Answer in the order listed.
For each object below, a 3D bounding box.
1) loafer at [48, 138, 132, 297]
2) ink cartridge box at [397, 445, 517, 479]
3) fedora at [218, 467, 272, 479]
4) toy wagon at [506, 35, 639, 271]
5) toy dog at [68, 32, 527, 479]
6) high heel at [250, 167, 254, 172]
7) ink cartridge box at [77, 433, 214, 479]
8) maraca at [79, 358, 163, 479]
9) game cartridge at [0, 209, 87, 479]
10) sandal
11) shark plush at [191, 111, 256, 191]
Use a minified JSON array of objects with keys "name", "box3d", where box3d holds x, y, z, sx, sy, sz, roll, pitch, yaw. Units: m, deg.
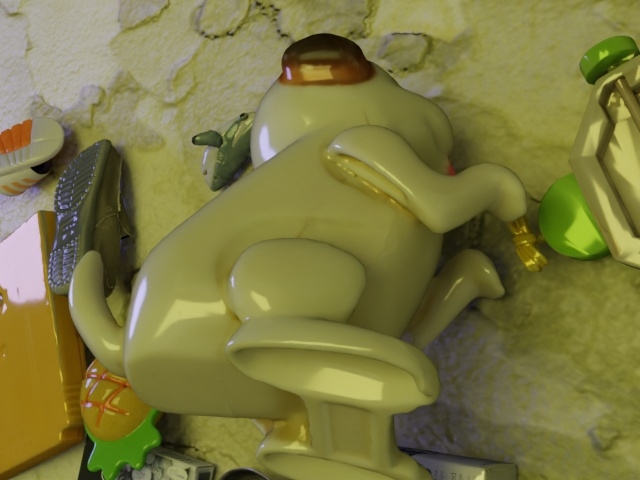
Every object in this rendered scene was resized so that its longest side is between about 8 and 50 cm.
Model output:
[{"name":"loafer","box3d":[-0.313,-0.026,1.242,0.094,0.087,0.251,-19,54,33]},{"name":"ink cartridge box","box3d":[0.089,0.280,0.892,0.190,0.082,0.140,0,81,34]},{"name":"fedora","box3d":[-0.097,0.370,0.926,0.275,0.124,0.244,49,133,47]},{"name":"toy wagon","box3d":[0.328,-0.073,0.803,0.344,0.068,0.267,-31,64,28]},{"name":"toy dog","box3d":[0.000,0.000,0.878,0.395,0.285,0.408,5,52,21]},{"name":"high heel","box3d":[-0.129,-0.020,1.097,0.186,0.093,0.261,18,100,30]},{"name":"ink cartridge box","box3d":[-0.235,0.360,1.130,0.206,0.045,0.208,7,86,36]},{"name":"maraca","box3d":[-0.245,0.208,1.122,0.127,0.099,0.186,-27,48,18]},{"name":"game cartridge","box3d":[-0.431,0.159,1.285,0.285,0.052,0.324,-30,66,38]},{"name":"sandal","box3d":[-0.489,-0.111,1.387,0.265,0.076,0.102,-16,48,21]},{"name":"shark plush","box3d":[-0.083,-0.126,1.136,0.161,0.073,0.067,-26,85,7]}]
